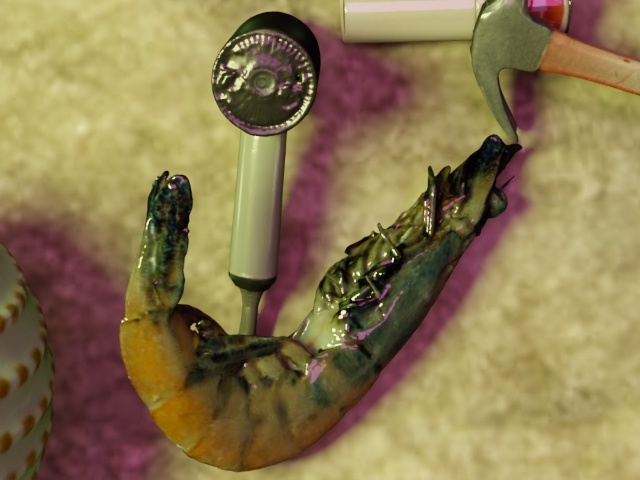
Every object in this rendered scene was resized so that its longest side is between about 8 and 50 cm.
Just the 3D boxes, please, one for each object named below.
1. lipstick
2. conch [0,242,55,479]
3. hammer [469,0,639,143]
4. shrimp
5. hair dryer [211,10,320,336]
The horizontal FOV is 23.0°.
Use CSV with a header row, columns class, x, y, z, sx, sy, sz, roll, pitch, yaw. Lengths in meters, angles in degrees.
class,x,y,z,sx,sy,sz,roll,pitch,yaw
lipstick,0.077,-0.135,0.912,0.131,0.038,0.038,-2,84,-3
conch,-0.304,0.098,0.792,0.303,0.215,0.319,25,83,11
hammer,0.222,-0.081,0.898,0.288,0.033,0.111,16,117,-6
shrimp,0.000,0.000,0.842,0.262,0.198,0.051,-45,43,-10
hair dryer,-0.036,-0.027,0.885,0.057,0.100,0.197,7,103,1
